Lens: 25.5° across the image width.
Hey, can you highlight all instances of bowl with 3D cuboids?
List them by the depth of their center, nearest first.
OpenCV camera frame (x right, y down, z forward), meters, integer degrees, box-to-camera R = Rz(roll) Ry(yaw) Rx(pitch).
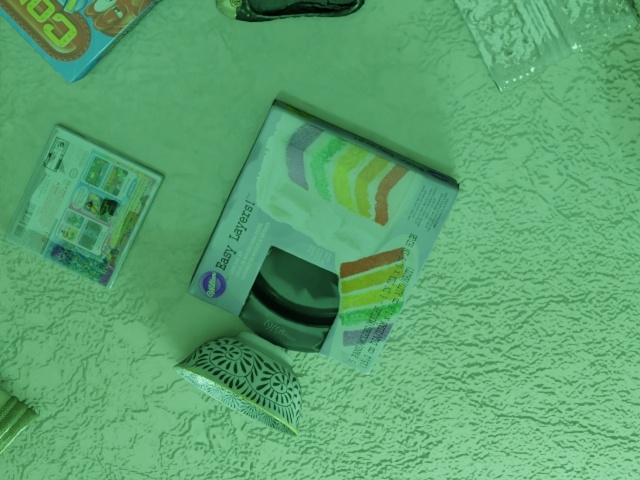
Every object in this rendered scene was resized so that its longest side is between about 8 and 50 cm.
[{"bbox_3d":[-0.084,0.159,1.686,0.170,0.170,0.080,30,76,-5],"label":"bowl"}]

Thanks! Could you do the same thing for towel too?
[{"bbox_3d":[0.227,-0.329,1.593,0.187,0.049,0.282,-26,102,9],"label":"towel"}]

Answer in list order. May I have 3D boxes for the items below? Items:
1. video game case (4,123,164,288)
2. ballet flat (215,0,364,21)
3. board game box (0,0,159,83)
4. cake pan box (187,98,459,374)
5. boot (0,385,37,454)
[{"bbox_3d":[-0.285,-0.040,1.699,0.143,0.019,0.157,26,103,-5],"label":"video game case"},{"bbox_3d":[-0.035,-0.280,1.613,0.173,0.049,0.057,-3,103,3],"label":"ballet flat"},{"bbox_3d":[-0.276,-0.390,1.576,0.302,0.086,0.308,-43,99,11],"label":"board game box"},{"bbox_3d":[0.000,0.000,1.674,0.246,0.070,0.267,26,104,-2],"label":"cake pan box"},{"bbox_3d":[-0.500,0.238,1.739,0.262,0.095,0.203,-43,100,7],"label":"boot"}]
